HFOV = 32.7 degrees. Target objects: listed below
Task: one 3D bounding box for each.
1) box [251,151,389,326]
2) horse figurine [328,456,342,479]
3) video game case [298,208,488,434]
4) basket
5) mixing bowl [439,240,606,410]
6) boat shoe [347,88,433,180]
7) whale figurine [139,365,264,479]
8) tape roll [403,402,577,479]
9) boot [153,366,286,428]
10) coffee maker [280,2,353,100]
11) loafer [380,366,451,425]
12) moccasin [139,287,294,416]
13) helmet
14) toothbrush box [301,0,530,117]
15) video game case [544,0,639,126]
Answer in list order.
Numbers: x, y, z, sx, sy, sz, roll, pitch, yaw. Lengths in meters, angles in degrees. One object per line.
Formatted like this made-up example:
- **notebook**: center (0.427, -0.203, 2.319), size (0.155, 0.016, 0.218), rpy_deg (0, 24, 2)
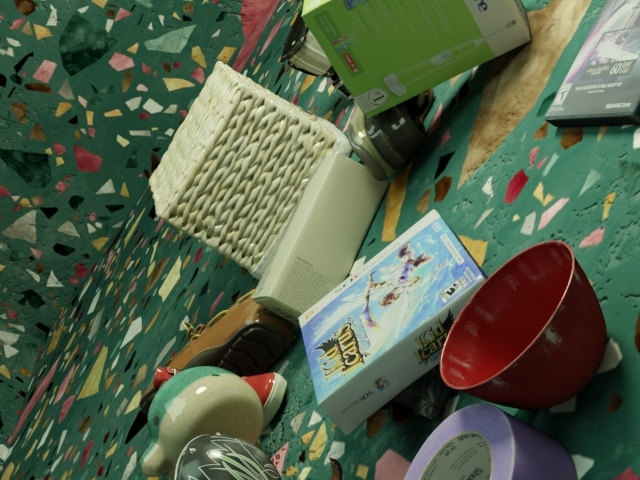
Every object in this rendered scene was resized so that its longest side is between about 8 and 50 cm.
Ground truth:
- **box**: center (0.000, 0.000, 1.805), size (0.275, 0.113, 0.094), rpy_deg (-64, 17, -16)
- **horse figurine**: center (0.003, 0.390, 1.277), size (0.174, 0.066, 0.263), rpy_deg (-40, 28, 32)
- **video game case**: center (0.091, 0.092, 1.373), size (0.244, 0.061, 0.269), rpy_deg (-40, 18, 7)
- **basket**: center (-0.154, -0.145, 2.190), size (0.331, 0.266, 0.328), rpy_deg (-59, 19, 8)
- **mixing bowl**: center (0.215, 0.100, 1.084), size (0.181, 0.098, 0.181), rpy_deg (-46, 16, 17)
- **boat shoe**: center (0.129, -0.240, 1.848), size (0.130, 0.132, 0.355), rpy_deg (-28, 36, 23)
- **whale figurine**: center (-0.194, 0.320, 1.681), size (0.141, 0.216, 0.272), rpy_deg (30, 116, 43)
- **tape roll**: center (0.154, 0.259, 1.055), size (0.189, 0.080, 0.189), rpy_deg (-51, 20, 27)
- **boot**: center (-0.176, 0.247, 1.786), size (0.244, 0.176, 0.088), rpy_deg (-34, 30, 50)
- **coffee maker**: center (0.032, -0.396, 2.212), size (0.171, 0.178, 0.120), rpy_deg (-65, 21, -7)
- **loafer**: center (0.096, 0.195, 1.337), size (0.170, 0.062, 0.061), rpy_deg (-29, 40, 60)
- **moccasin**: center (-0.190, 0.206, 1.942), size (0.380, 0.139, 0.147), rpy_deg (-47, 21, 33)
- **helmet**: center (-0.132, 0.353, 1.513), size (0.161, 0.169, 0.169), rpy_deg (-54, 17, 44)
- **toothbrush box**: center (0.144, -0.347, 1.651), size (0.283, 0.206, 0.122), rpy_deg (-24, 32, 22)
- **video game case**: center (0.389, -0.262, 1.319), size (0.274, 0.026, 0.196), rpy_deg (-62, 19, -5)
